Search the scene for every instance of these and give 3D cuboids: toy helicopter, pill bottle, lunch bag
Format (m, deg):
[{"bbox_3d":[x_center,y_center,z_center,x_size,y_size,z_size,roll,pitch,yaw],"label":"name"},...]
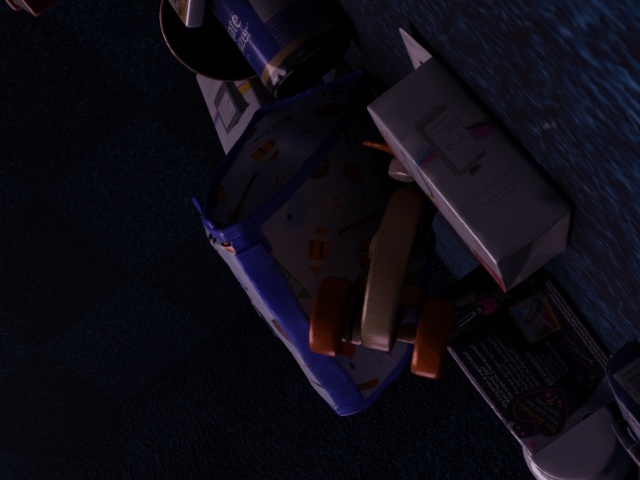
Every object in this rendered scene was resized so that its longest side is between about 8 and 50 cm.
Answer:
[{"bbox_3d":[0.101,-0.024,0.782,0.355,0.140,0.235,-55,-27,-62],"label":"toy helicopter"},{"bbox_3d":[0.415,0.340,1.088,0.161,0.161,0.283,57,-173,37],"label":"pill bottle"},{"bbox_3d":[0.000,0.000,0.953,0.328,0.239,0.385,59,-153,-27],"label":"lunch bag"},{"bbox_3d":[-0.069,-0.298,0.840,0.219,0.123,0.123,55,-175,3],"label":"pill bottle"}]

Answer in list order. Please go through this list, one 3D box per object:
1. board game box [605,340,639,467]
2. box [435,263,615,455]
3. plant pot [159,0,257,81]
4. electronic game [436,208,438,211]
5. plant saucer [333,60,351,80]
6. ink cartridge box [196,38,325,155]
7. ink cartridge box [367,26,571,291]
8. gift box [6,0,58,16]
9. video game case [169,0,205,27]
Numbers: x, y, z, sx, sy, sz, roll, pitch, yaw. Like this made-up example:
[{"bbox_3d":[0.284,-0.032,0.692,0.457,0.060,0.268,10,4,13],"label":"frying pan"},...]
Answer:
[{"bbox_3d":[0.319,0.206,0.580,0.194,0.060,0.194,48,-173,-49],"label":"board game box"},{"bbox_3d":[0.240,0.127,0.848,0.163,0.142,0.247,53,-174,-3],"label":"box"},{"bbox_3d":[-0.159,-0.428,1.170,0.215,0.215,0.230,49,-158,-39],"label":"plant pot"},{"bbox_3d":[0.135,-0.112,1.384,0.229,0.048,0.229,29,176,2],"label":"electronic game"},{"bbox_3d":[0.085,-0.224,1.263,0.188,0.045,0.188,54,-175,6],"label":"plant saucer"},{"bbox_3d":[-0.079,-0.235,1.274,0.226,0.131,0.306,11,-140,-39],"label":"ink cartridge box"},{"bbox_3d":[0.107,-0.063,0.541,0.198,0.067,0.115,56,-174,23],"label":"ink cartridge box"},{"bbox_3d":[-0.218,-0.351,0.567,0.258,0.276,0.255,35,159,55],"label":"gift box"},{"bbox_3d":[-0.177,-0.405,0.792,0.206,0.026,0.227,56,146,26],"label":"video game case"}]
